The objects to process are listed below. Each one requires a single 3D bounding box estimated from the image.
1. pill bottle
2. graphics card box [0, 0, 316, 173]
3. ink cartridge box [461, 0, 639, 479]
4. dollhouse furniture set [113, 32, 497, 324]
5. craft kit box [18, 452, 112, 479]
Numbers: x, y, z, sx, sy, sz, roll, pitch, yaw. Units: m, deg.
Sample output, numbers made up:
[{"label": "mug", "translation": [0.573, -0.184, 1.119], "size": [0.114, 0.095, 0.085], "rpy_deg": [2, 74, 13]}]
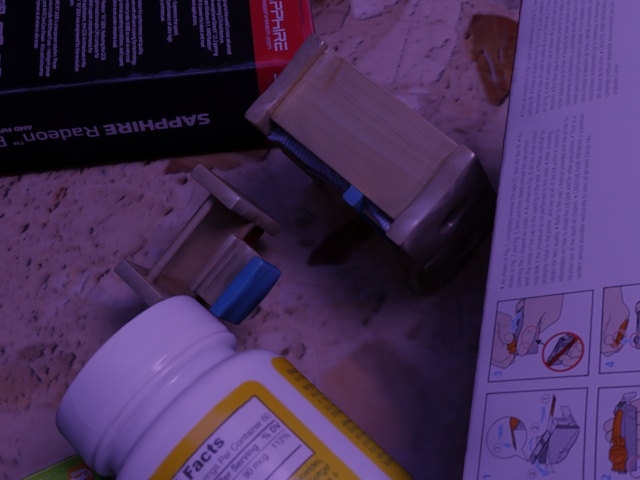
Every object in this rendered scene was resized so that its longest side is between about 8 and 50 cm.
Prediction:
[{"label": "pill bottle", "translation": [-0.027, 0.131, 0.472], "size": [0.208, 0.119, 0.119], "rpy_deg": [41, 68, 15]}, {"label": "graphics card box", "translation": [-0.194, -0.168, 0.697], "size": [0.370, 0.094, 0.233], "rpy_deg": [-7, 58, -3]}, {"label": "ink cartridge box", "translation": [0.203, 0.043, 0.498], "size": [0.130, 0.272, 0.309], "rpy_deg": [-10, 52, 33]}, {"label": "dollhouse furniture set", "translation": [0.000, 0.000, 0.583], "size": [0.129, 0.129, 0.184], "rpy_deg": [41, 92, 23]}, {"label": "craft kit box", "translation": [-0.180, 0.263, 0.445], "size": [0.249, 0.061, 0.247], "rpy_deg": [-23, 64, -13]}]
